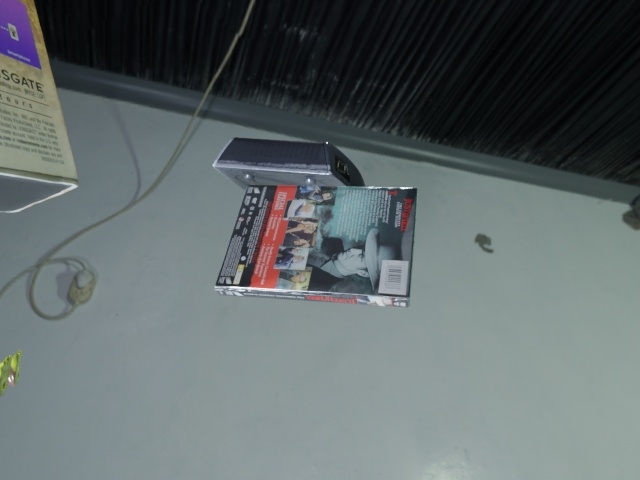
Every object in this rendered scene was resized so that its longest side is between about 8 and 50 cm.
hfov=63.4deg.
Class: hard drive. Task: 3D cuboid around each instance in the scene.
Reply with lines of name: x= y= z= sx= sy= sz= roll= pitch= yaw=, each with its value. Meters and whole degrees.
hard drive: x=-0.022 y=-0.081 z=0.732 sx=0.172 sy=0.255 sz=0.054 roll=6 pitch=82 yaw=17

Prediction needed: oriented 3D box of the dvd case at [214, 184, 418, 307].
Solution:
dvd case: x=0.000 y=0.000 z=0.333 sx=0.120 sy=0.013 sz=0.087 roll=1 pitch=54 yaw=13

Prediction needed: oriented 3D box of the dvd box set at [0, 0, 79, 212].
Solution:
dvd box set: x=-0.271 y=-0.223 z=0.192 sx=0.062 sy=0.308 sz=0.419 roll=-18 pitch=85 yaw=17

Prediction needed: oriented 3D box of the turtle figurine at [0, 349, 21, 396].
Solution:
turtle figurine: x=-0.566 y=0.185 z=0.743 sx=0.218 sy=0.269 sz=0.087 roll=10 pitch=70 yaw=-15
